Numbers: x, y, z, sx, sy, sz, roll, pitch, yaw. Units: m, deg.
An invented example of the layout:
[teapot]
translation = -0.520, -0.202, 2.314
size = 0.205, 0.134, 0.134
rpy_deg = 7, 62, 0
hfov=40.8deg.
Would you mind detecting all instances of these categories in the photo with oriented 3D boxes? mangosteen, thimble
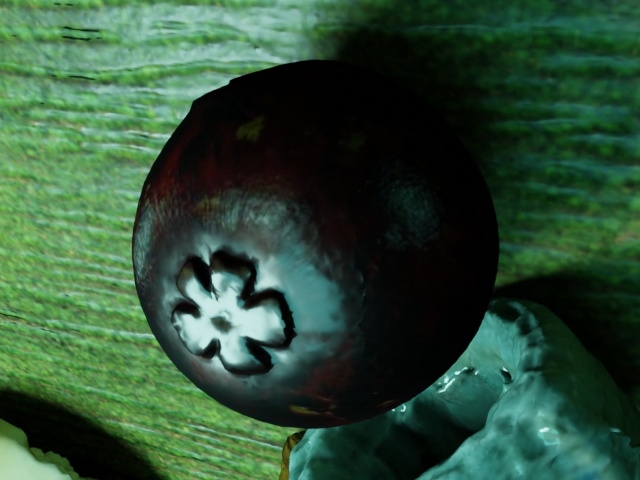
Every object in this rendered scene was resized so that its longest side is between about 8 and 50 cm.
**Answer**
[mangosteen]
translation = 0.000, 0.000, 0.466
size = 0.209, 0.210, 0.210
rpy_deg = 15, 133, 16
[thimble]
translation = 0.099, 0.147, 0.539
size = 0.143, 0.198, 0.235
rpy_deg = 45, 140, -16

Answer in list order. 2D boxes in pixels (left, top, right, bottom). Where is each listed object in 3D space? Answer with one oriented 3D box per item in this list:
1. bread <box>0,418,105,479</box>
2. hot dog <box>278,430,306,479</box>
[bread]
translation = -0.301, 0.376, 0.915
size = 0.329, 0.245, 0.424
rpy_deg = -16, 115, 36
[hot dog]
translation = 0.007, 0.215, 0.742
size = 0.099, 0.065, 0.147
rpy_deg = 19, 145, 11
